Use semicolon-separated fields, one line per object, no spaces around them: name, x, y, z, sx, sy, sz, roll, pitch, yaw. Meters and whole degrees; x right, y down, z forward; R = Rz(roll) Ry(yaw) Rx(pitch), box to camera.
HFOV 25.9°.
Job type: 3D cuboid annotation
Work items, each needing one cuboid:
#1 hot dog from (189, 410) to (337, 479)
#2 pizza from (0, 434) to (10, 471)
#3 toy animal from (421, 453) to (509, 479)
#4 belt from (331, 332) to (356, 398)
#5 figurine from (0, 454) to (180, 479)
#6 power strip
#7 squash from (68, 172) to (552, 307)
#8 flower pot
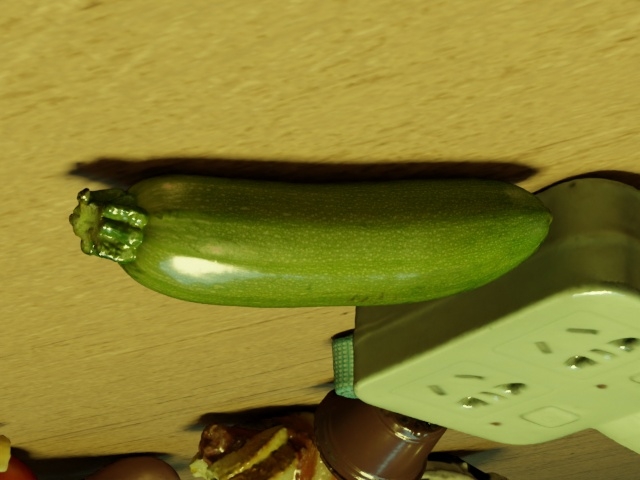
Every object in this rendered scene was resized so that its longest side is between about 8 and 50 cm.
hot dog;-0.022;0.209;1.333;0.213;0.103;0.146;18;172;-37
pizza;-0.398;0.199;1.183;0.271;0.056;0.134;-11;161;4
toy animal;0.133;0.370;1.752;0.208;0.204;0.156;4;158;-11
belt;0.097;0.096;1.079;0.179;0.065;0.100;3;168;-39
figurine;-0.246;0.352;1.388;0.211;0.270;0.261;-43;159;25
power strip;0.182;0.047;0.893;0.261;0.141;0.229;20;150;-30
squash;0.000;0.000;0.701;0.258;0.069;0.069;-1;162;-23
flower pot;0.062;0.154;1.190;0.111;0.111;0.089;1;149;-28
